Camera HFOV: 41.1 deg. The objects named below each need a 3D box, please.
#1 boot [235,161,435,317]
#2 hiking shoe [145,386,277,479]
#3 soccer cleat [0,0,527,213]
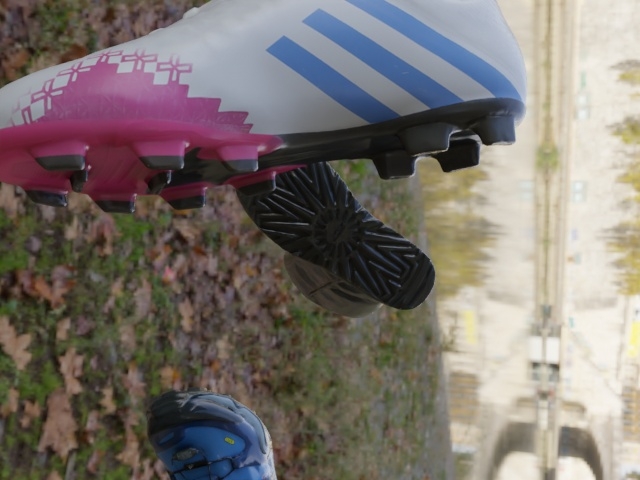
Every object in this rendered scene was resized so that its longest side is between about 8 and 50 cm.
[{"bbox_3d":[-0.002,0.001,0.722,0.076,0.189,0.208,-48,-173,-6],"label":"boot"},{"bbox_3d":[-0.090,0.280,0.901,0.132,0.113,0.304,-100,167,-54],"label":"hiking shoe"},{"bbox_3d":[-0.035,-0.102,0.504,0.116,0.331,0.143,145,-64,-67],"label":"soccer cleat"}]
